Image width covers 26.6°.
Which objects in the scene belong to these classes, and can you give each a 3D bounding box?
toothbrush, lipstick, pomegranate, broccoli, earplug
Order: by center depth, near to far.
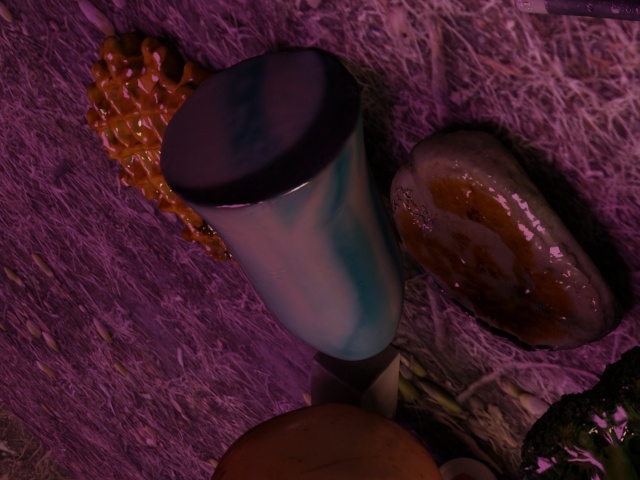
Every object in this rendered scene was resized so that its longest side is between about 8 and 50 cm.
[{"bbox_3d":[0.236,-0.145,0.856,0.288,0.026,0.024,17,125,46],"label":"toothbrush"},{"bbox_3d":[0.294,0.218,1.028,0.298,0.297,0.297,5,128,6],"label":"broccoli"},{"bbox_3d":[0.000,0.000,1.267,0.185,0.185,0.324,22,153,38],"label":"earplug"},{"bbox_3d":[0.019,0.340,1.407,0.338,0.338,0.338,34,152,21],"label":"pomegranate"},{"bbox_3d":[0.039,0.231,1.628,0.080,0.076,0.371,34,152,21],"label":"lipstick"},{"bbox_3d":[0.126,0.345,1.657,0.087,0.087,0.327,42,154,5],"label":"lipstick"}]

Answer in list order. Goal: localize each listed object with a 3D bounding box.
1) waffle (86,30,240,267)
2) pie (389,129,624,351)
[{"bbox_3d":[-0.153,-0.096,1.440,0.260,0.069,0.293,36,152,14],"label":"waffle"},{"bbox_3d":[0.157,0.007,1.159,0.240,0.054,0.240,36,155,20],"label":"pie"}]
